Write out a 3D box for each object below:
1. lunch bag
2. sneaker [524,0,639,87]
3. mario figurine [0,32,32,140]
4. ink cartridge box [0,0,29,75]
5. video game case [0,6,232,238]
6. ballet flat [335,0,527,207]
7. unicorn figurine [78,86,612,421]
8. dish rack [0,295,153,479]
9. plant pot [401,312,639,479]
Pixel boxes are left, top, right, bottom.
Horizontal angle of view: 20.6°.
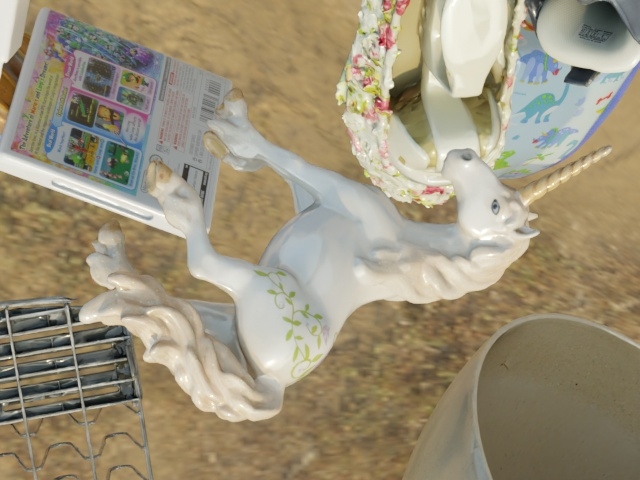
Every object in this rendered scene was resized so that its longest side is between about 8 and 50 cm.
[{"bbox_3d":[0.119,-0.095,1.174,0.096,0.129,0.151,58,137,34],"label":"lunch bag"},{"bbox_3d":[0.179,-0.150,0.970,0.094,0.235,0.153,11,86,45],"label":"sneaker"},{"bbox_3d":[-0.354,-0.046,1.407,0.320,0.198,0.170,-43,61,22],"label":"mario figurine"},{"bbox_3d":[-0.218,-0.169,1.012,0.104,0.060,0.180,13,107,-4],"label":"ink cartridge box"},{"bbox_3d":[-0.133,-0.079,1.168,0.143,0.157,0.019,20,132,-14],"label":"video game case"},{"bbox_3d":[0.056,-0.082,0.819,0.091,0.241,0.077,-10,50,-6],"label":"ballet flat"},{"bbox_3d":[0.000,0.000,0.576,0.111,0.060,0.162,39,65,3],"label":"unicorn figurine"},{"bbox_3d":[-0.198,0.172,1.121,0.208,0.074,0.271,-9,98,-11],"label":"dish rack"},{"bbox_3d":[0.153,0.217,1.161,0.191,0.284,0.284,-45,71,34],"label":"plant pot"}]
